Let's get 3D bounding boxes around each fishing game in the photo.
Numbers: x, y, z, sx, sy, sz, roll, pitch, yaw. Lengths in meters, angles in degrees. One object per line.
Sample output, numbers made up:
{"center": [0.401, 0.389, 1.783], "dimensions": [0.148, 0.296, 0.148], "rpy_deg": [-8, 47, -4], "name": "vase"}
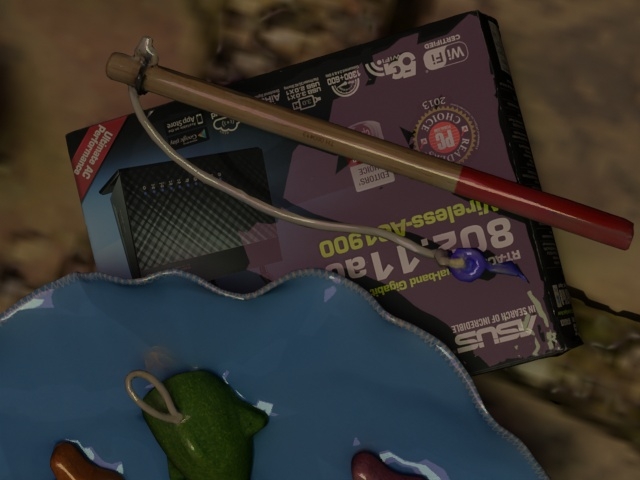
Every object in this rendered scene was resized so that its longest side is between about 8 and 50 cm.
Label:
{"center": [-0.031, 0.092, 0.417], "dimensions": [0.189, 0.041, 0.264], "rpy_deg": [20, 104, 6], "name": "fishing game"}

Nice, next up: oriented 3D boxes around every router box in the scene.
{"center": [0.000, 0.000, 0.441], "dimensions": [0.122, 0.038, 0.092], "rpy_deg": [-16, 85, 14], "name": "router box"}
